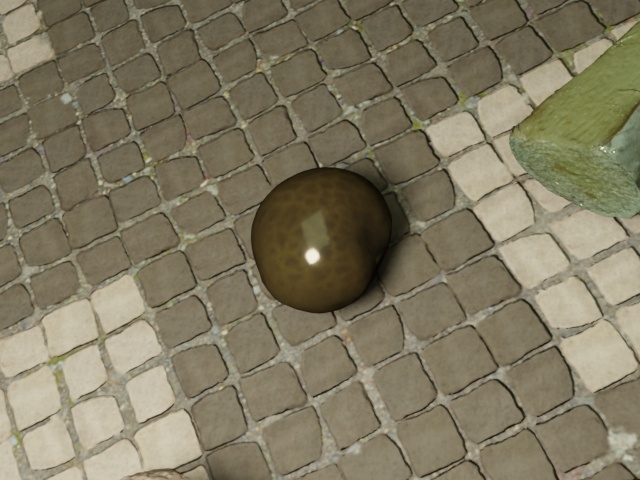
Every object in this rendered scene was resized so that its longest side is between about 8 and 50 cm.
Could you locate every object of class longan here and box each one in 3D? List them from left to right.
[{"bbox_3d":[0.000,0.000,1.358,0.198,0.198,0.212,0,73,15],"label":"longan"}]

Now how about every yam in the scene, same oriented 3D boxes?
[{"bbox_3d":[0.429,-0.172,1.330,0.202,0.201,0.271,24,74,47],"label":"yam"}]

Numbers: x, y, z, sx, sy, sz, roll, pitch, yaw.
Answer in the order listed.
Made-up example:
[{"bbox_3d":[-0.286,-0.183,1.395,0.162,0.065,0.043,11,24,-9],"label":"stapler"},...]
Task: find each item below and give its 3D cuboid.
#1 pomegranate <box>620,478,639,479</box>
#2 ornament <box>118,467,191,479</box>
[{"bbox_3d":[0.349,0.388,1.005,0.281,0.281,0.281,-6,61,12],"label":"pomegranate"},{"bbox_3d":[-0.191,0.404,1.146,0.259,0.259,0.225,31,70,27],"label":"ornament"}]
